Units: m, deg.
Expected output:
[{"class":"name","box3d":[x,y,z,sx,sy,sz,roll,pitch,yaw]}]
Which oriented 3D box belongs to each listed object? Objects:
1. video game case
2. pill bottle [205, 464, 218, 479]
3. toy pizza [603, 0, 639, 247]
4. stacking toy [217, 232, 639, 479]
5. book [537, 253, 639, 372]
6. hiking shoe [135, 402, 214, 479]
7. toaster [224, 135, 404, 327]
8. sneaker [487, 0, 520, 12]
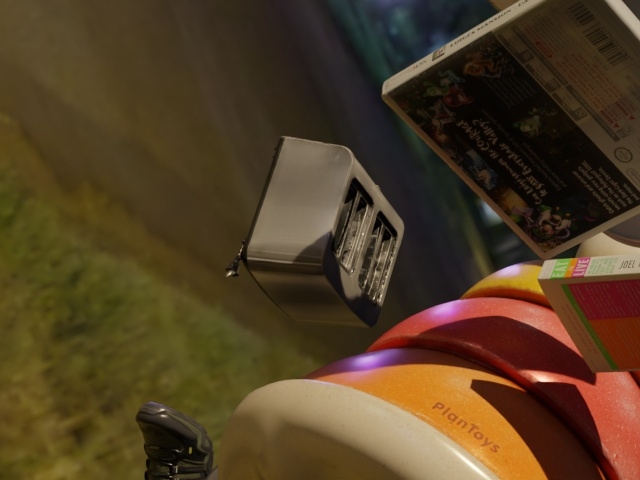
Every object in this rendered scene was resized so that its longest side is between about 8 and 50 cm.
[{"class":"video game case","box3d":[0.167,-0.083,1.251,0.190,0.173,0.022,43,36,-28]},{"class":"pill bottle","box3d":[-0.076,0.308,2.102,0.229,0.131,0.131,121,-54,-83]},{"class":"toy pizza","box3d":[0.257,-0.094,1.384,0.032,0.201,0.201,2,55,-38]},{"class":"stacking toy","box3d":[0.184,0.136,1.472,0.350,0.480,0.351,30,-37,26]},{"class":"book","box3d":[0.229,0.047,1.230,0.096,0.144,0.035,51,51,-34]},{"class":"hiking shoe","box3d":[-0.193,0.315,2.411,0.114,0.086,0.227,-56,135,-36]},{"class":"toaster","box3d":[0.000,0.000,2.001,0.168,0.110,0.186,50,51,-52]},{"class":"sneaker","box3d":[0.239,-0.217,1.740,0.297,0.129,0.111,55,41,-52]}]
